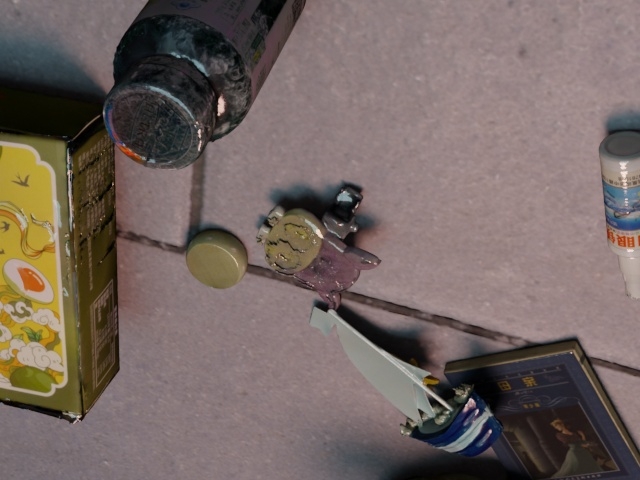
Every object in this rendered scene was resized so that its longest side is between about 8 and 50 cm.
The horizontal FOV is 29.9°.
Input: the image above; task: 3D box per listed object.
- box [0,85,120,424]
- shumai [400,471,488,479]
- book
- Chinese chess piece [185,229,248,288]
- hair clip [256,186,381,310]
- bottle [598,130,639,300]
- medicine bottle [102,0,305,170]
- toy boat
[{"bbox_3d":[-0.455,0.002,1.547,0.373,0.138,0.420,12,120,12],"label":"box"},{"bbox_3d":[0.167,0.545,1.666,0.395,0.348,0.395,19,127,27],"label":"shumai"},{"bbox_3d":[0.308,0.249,1.623,0.191,0.025,0.269,-14,124,31],"label":"book"},{"bbox_3d":[-0.136,0.024,1.579,0.084,0.034,0.084,11,131,13],"label":"Chinese chess piece"},{"bbox_3d":[-0.003,0.005,1.500,0.146,0.056,0.187,35,136,-3],"label":"hair clip"},{"bbox_3d":[0.349,-0.021,1.344,0.060,0.060,0.217,0,132,20],"label":"bottle"},{"bbox_3d":[-0.115,-0.194,1.193,0.141,0.293,0.141,10,133,11],"label":"medicine bottle"},{"bbox_3d":[0.098,0.188,1.601,0.291,0.067,0.220,35,155,-1],"label":"toy boat"}]
